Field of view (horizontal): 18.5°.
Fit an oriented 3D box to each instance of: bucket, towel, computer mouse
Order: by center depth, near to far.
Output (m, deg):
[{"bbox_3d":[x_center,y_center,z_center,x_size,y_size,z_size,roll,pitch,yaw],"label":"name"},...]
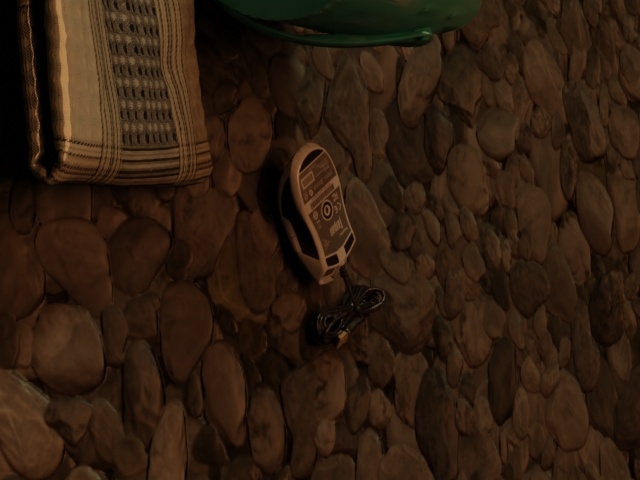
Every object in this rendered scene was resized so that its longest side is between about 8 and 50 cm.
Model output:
[{"bbox_3d":[-0.154,-0.202,1.522,0.312,0.056,0.324,-3,86,-72],"label":"towel"},{"bbox_3d":[0.016,-0.302,1.687,0.183,0.281,0.281,-3,85,-55],"label":"bucket"},{"bbox_3d":[0.000,0.000,1.791,0.106,0.042,0.193,-42,123,-46],"label":"computer mouse"}]
